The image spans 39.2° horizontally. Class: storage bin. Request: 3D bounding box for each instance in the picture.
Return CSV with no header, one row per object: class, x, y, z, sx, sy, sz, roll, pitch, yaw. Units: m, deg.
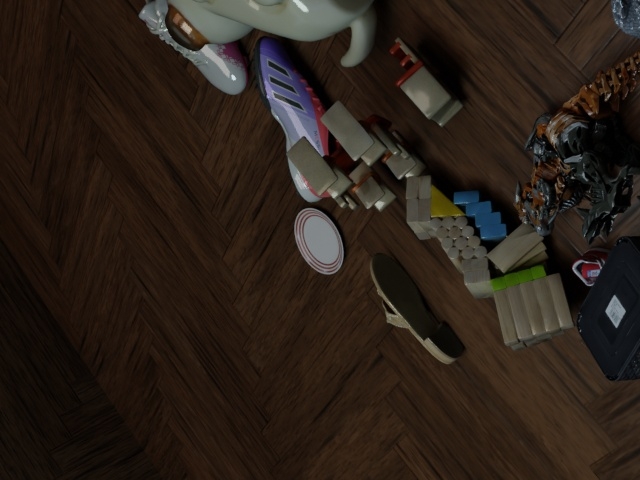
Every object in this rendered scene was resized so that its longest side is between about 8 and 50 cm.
storage bin,0.433,0.092,1.210,0.122,0.084,0.180,-110,27,-45

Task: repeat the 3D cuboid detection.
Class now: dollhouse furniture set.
dollhouse furniture set,0.087,-0.179,1.434,0.259,0.262,0.135,-44,71,16

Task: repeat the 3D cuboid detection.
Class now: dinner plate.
dinner plate,0.000,0.000,1.799,0.141,0.017,0.141,25,127,38

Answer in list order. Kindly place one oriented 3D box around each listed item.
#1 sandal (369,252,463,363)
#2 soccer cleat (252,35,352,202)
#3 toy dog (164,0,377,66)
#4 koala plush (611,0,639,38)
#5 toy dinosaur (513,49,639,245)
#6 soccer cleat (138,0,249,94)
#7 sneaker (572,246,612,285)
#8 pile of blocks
sandal,0.153,0.139,1.643,0.240,0.088,0.079,50,134,10
soccer cleat,-0.026,-0.233,1.649,0.116,0.108,0.318,-17,94,29
toy dog,-0.106,-0.461,1.503,0.408,0.285,0.395,0,144,48
koala plush,0.349,-0.361,1.061,0.221,0.196,0.203,35,143,27
toy dinosaur,0.362,-0.116,1.221,0.218,0.164,0.322,59,167,33
soccer cleat,-0.274,-0.415,1.781,0.331,0.143,0.116,56,141,10
sneaker,0.421,0.039,1.292,0.118,0.067,0.042,4,114,48
pile of blocks,0.276,0.025,1.446,0.362,0.149,0.112,53,-175,28
